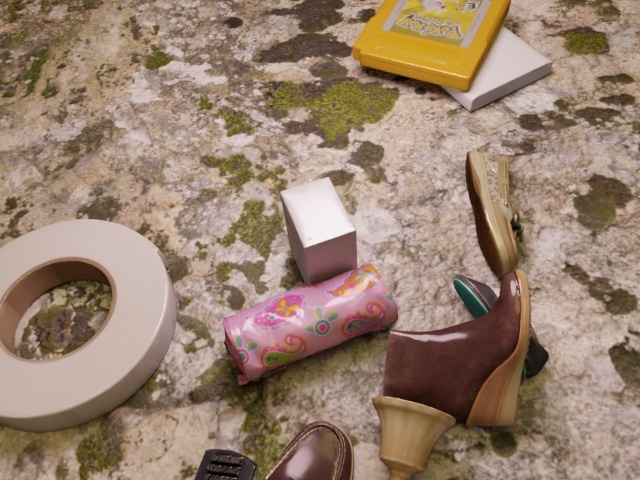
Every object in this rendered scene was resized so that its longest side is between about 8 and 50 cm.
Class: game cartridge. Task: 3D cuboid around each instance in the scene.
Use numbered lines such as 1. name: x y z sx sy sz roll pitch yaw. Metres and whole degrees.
1. game cartridge: 0.261 -0.495 1.425 0.286 0.052 0.323 19 56 18

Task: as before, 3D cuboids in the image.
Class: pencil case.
1. pencil case: -0.019 0.135 1.005 0.284 0.124 0.124 -21 55 -10

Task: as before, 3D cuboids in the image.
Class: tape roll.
1. tape roll: -0.446 0.132 1.063 0.392 0.072 0.391 -2 54 3

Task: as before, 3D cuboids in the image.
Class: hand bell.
1. hand bell: 0.103 0.355 0.855 0.126 0.126 0.241 13 68 13

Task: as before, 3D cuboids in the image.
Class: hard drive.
1. hard drive: 0.337 -0.461 1.454 0.233 0.047 0.353 -27 56 -15

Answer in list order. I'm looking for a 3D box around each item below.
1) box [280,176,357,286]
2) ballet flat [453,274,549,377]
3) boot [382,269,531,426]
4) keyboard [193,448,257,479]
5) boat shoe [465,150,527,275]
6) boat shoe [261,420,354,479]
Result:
1. box: 0.000 0.000 1.064 0.091 0.170 0.130 -18 55 -9
2. ballet flat: 0.303 0.130 1.011 0.074 0.074 0.203 -26 62 -14
3. boot: 0.207 0.155 0.939 0.207 0.090 0.248 8 87 14
4. keyboard: -0.187 0.413 0.747 0.202 0.033 0.317 -22 40 47
5. boat shoe: 0.332 -0.064 1.128 0.089 0.104 0.285 -5 53 4
6. boat shoe: -0.058 0.373 0.767 0.123 0.123 0.342 25 59 20
